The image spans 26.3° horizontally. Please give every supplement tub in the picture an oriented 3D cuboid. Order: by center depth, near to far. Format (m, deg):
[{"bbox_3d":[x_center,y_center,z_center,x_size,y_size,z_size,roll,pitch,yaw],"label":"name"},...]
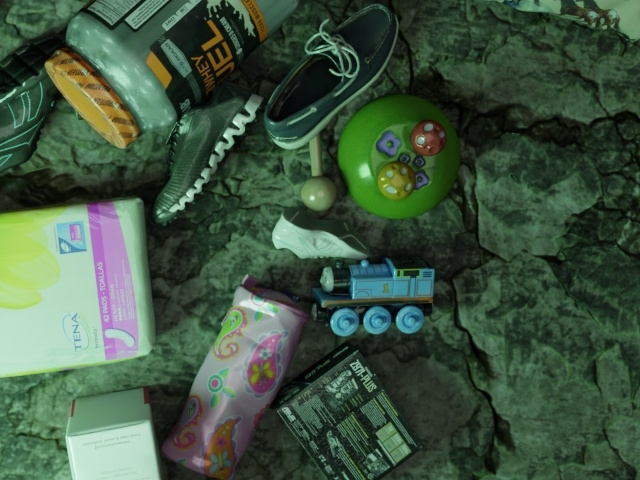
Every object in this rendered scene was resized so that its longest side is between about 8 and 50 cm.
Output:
[{"bbox_3d":[-0.197,-0.280,1.810,0.316,0.193,0.193,-44,102,-12],"label":"supplement tub"}]

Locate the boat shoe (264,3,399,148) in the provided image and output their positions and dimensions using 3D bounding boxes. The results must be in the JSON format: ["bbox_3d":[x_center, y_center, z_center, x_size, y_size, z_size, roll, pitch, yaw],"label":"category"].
[{"bbox_3d":[0.013,-0.241,1.916,0.254,0.079,0.095,-44,68,-7],"label":"boat shoe"}]

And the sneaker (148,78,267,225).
[{"bbox_3d":[-0.182,-0.132,1.913,0.106,0.078,0.234,37,85,-9],"label":"sneaker"}]

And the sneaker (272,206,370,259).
[{"bbox_3d":[0.000,0.000,1.976,0.152,0.054,0.061,19,127,-23],"label":"sneaker"}]

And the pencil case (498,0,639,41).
[{"bbox_3d":[0.296,-0.390,1.930,0.410,0.183,0.160,10,66,-12],"label":"pencil case"}]

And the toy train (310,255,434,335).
[{"bbox_3d":[0.076,0.077,1.974,0.184,0.080,0.105,-1,104,-14],"label":"toy train"}]

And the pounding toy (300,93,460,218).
[{"bbox_3d":[0.096,-0.118,1.946,0.237,0.110,0.183,2,96,-11],"label":"pounding toy"}]

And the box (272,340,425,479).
[{"bbox_3d":[0.038,0.263,1.993,0.147,0.077,0.180,-36,102,-4],"label":"box"}]

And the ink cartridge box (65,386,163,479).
[{"bbox_3d":[-0.268,0.366,1.883,0.117,0.207,0.283,-9,98,-8],"label":"ink cartridge box"}]

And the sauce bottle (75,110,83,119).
[{"bbox_3d":[-0.277,-0.194,1.902,0.128,0.042,0.042,-13,99,-11],"label":"sauce bottle"}]

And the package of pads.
[{"bbox_3d":[-0.380,0.068,1.884,0.296,0.101,0.229,-6,96,-9],"label":"package of pads"}]

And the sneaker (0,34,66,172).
[{"bbox_3d":[-0.419,-0.172,1.867,0.267,0.101,0.106,-42,129,-8],"label":"sneaker"}]

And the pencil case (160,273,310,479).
[{"bbox_3d":[-0.119,0.196,1.941,0.124,0.124,0.284,25,91,-12],"label":"pencil case"}]
